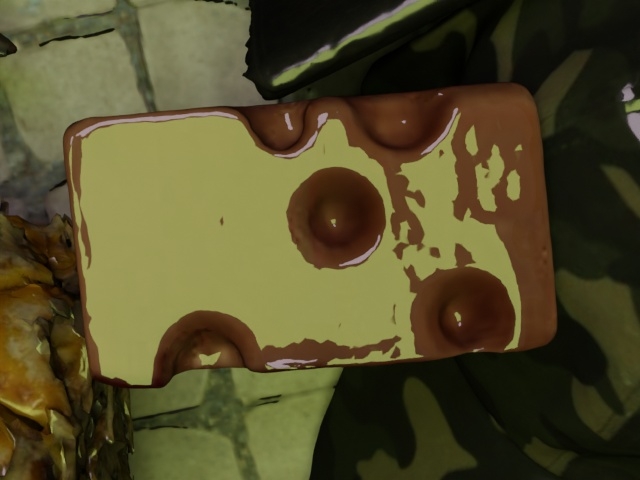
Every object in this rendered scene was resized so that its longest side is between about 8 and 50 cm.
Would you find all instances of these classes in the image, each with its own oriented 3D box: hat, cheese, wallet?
[{"bbox_3d":[0.139,0.094,0.611,0.366,0.257,0.381,23,89,9],"label":"hat"},{"bbox_3d":[-0.028,0.002,0.549,0.177,0.203,0.128,-8,96,-32],"label":"cheese"},{"bbox_3d":[0.107,-0.166,0.580,0.321,0.170,0.044,-28,117,9],"label":"wallet"}]

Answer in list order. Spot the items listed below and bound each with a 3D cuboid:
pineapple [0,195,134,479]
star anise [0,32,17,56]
[{"bbox_3d":[-0.245,0.122,0.599,0.300,0.352,0.352,-5,105,-6],"label":"pineapple"},{"bbox_3d":[-0.256,-0.134,0.639,0.195,0.065,0.182,2,80,11],"label":"star anise"}]
